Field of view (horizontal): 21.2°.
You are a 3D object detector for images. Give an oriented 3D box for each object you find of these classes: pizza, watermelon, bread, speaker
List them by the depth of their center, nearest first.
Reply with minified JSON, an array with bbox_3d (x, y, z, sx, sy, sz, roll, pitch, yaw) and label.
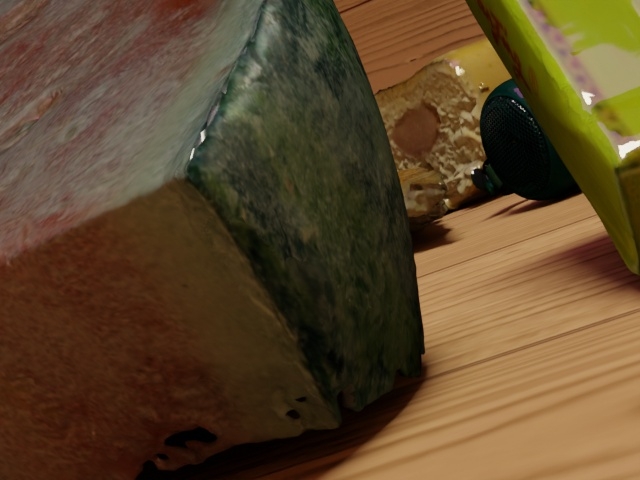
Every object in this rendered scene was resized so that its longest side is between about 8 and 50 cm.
[{"bbox_3d":[-0.080,0.026,0.486,0.226,0.148,0.318,-41,23,-17],"label":"watermelon"},{"bbox_3d":[0.114,-0.044,0.815,0.075,0.060,0.094,-23,-32,-26],"label":"speaker"},{"bbox_3d":[0.000,0.000,0.888,0.181,0.034,0.262,-23,3,-23],"label":"pizza"},{"bbox_3d":[0.116,-0.080,1.021,0.173,0.085,0.134,-25,1,-27],"label":"bread"}]

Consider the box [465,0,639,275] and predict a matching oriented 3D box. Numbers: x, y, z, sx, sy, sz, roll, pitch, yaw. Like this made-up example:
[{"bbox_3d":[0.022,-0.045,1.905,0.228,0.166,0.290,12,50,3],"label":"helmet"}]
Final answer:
[{"bbox_3d":[0.207,-0.118,0.488,0.335,0.047,0.187,-21,41,-1],"label":"box"}]
